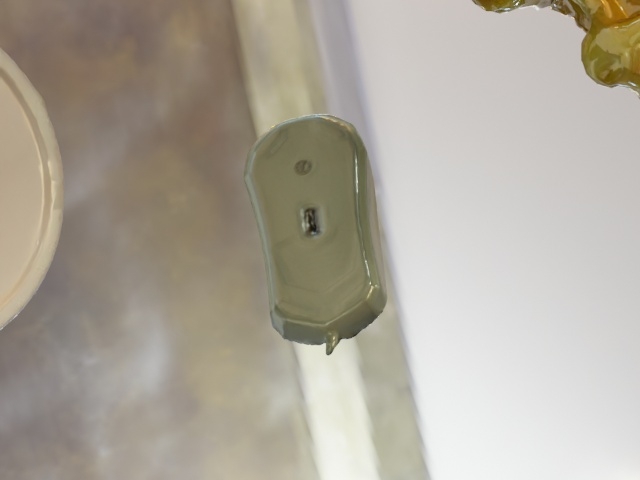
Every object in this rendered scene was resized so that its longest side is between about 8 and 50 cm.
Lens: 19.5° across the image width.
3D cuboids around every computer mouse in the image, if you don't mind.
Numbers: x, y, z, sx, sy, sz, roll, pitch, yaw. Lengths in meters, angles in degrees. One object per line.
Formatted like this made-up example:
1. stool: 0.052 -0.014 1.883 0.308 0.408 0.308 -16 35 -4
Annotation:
1. computer mouse: 0.000 0.000 0.808 0.032 0.056 0.110 55 25 -67

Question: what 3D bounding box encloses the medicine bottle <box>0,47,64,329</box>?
1. medicine bottle: -0.207 0.000 0.641 0.296 0.111 0.161 -9 -68 50

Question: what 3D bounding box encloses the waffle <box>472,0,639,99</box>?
1. waffle: 0.142 -0.146 0.745 0.065 0.283 0.309 -54 -163 37
